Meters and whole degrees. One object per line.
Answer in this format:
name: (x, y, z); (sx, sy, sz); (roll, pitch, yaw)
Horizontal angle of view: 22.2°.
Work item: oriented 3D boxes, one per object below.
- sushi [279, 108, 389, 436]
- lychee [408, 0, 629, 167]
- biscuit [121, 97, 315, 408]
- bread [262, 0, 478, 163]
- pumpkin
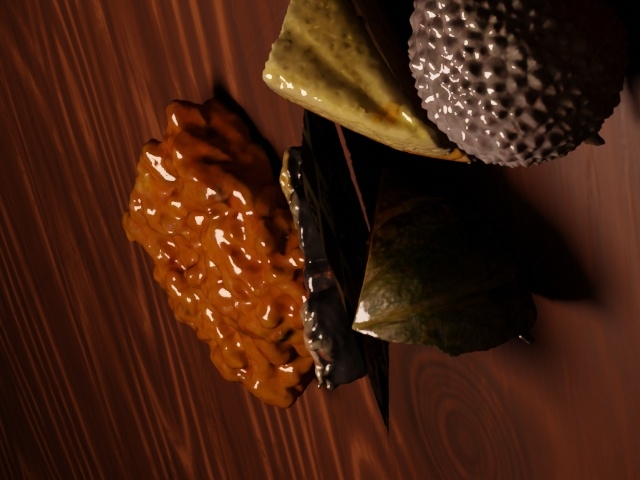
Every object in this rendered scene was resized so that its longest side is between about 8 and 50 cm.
sushi: (0.000, 0.000, 1.543); (0.294, 0.059, 0.292); (-84, -21, -63)
lychee: (0.151, -0.133, 1.229); (0.165, 0.165, 0.197); (28, 166, 47)
biscuit: (-0.100, 0.022, 1.870); (0.318, 0.110, 0.312); (52, 151, 17)
bread: (0.067, -0.149, 1.369); (0.178, 0.135, 0.240); (24, -175, 10)
pumpkin: (0.121, 0.005, 1.489); (0.278, 0.163, 0.111); (-79, -2, -71)
